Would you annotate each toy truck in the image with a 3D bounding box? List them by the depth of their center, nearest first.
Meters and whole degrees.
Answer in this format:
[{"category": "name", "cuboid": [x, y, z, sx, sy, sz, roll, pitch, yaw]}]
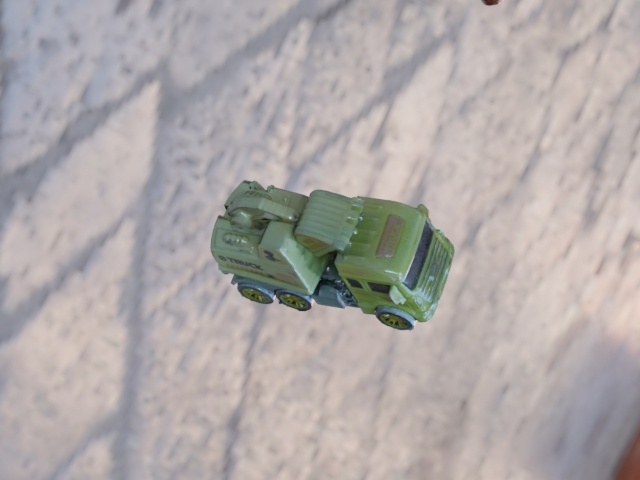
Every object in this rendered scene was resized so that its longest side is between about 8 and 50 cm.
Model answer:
[{"category": "toy truck", "cuboid": [0.000, 0.000, 1.533, 0.116, 0.191, 0.085, 53, 53, -54]}]

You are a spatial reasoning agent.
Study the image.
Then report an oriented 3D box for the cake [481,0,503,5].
[{"category": "cake", "cuboid": [0.186, -0.357, 1.264, 0.270, 0.269, 0.319, 56, 43, -17]}]
